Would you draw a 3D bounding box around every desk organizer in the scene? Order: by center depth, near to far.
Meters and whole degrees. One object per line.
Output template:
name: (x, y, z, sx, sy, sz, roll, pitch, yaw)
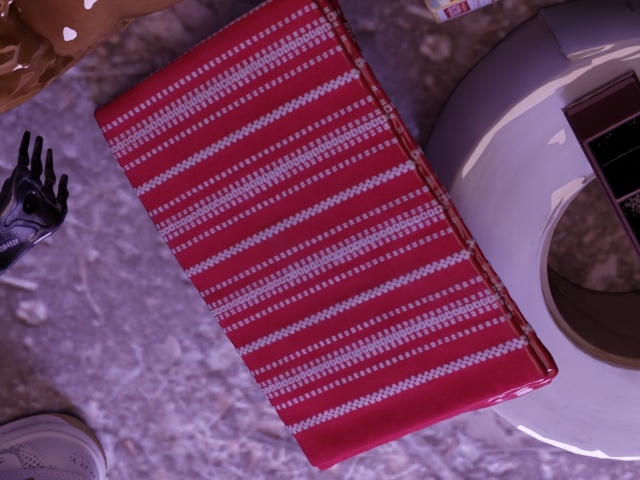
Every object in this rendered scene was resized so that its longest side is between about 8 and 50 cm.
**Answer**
desk organizer: (0.188, -0.024, 0.948, 0.047, 0.050, 0.130, -28, 114, 9)

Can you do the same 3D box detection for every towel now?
towel: (0.000, 0.000, 0.999, 0.199, 0.031, 0.275, -26, 99, 37)

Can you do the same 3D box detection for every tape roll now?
tape roll: (0.202, -0.009, 1.039, 0.286, 0.100, 0.286, -1, 115, -2)

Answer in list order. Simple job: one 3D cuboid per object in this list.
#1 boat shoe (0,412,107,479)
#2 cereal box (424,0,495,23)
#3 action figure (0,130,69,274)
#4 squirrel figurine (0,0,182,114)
boat shoe: (-0.276, 0.202, 1.111, 0.277, 0.096, 0.098, -25, 114, 8)
cereal box: (0.142, -0.243, 0.917, 0.240, 0.047, 0.173, -20, 85, 7)
action figure: (-0.271, -0.013, 0.995, 0.275, 0.141, 0.164, -21, 126, 35)
squirrel figurine: (-0.172, -0.269, 0.773, 0.397, 0.281, 0.370, -35, 106, -13)
